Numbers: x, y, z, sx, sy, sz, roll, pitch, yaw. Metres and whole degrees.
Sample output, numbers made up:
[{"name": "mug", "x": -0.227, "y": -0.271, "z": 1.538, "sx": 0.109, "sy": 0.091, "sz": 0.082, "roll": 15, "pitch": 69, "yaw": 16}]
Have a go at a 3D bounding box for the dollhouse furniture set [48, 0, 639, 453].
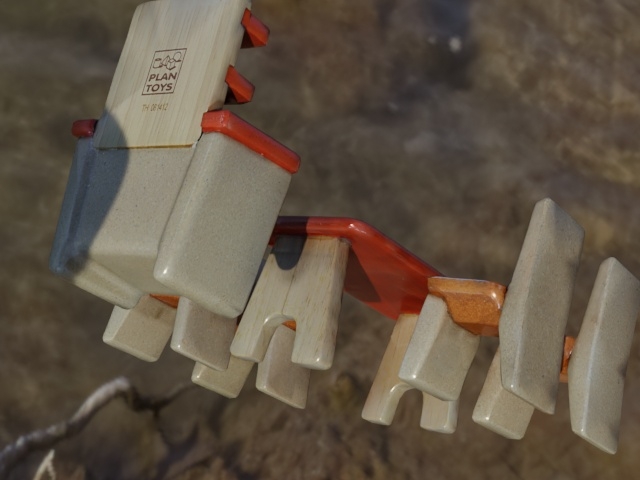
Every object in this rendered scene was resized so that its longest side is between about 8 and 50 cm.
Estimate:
[{"name": "dollhouse furniture set", "x": 0.000, "y": 0.000, "z": 0.615, "sx": 0.259, "sy": 0.262, "sz": 0.135, "roll": 33, "pitch": 66, "yaw": -47}]
